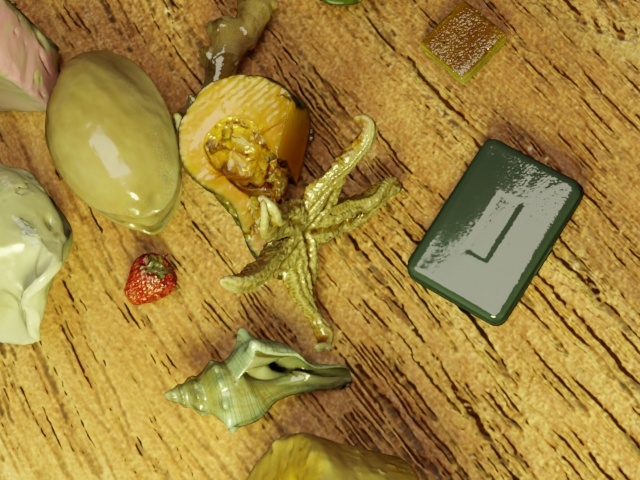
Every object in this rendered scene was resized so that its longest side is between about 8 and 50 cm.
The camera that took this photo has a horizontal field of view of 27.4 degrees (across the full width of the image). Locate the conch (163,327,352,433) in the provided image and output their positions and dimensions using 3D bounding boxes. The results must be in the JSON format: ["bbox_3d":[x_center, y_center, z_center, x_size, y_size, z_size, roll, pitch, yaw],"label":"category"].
[{"bbox_3d":[-0.094,0.175,1.767,0.234,0.137,0.114,-30,42,-8],"label":"conch"}]

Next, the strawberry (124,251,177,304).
[{"bbox_3d":[-0.244,0.058,1.872,0.073,0.073,0.083,53,125,21],"label":"strawberry"}]

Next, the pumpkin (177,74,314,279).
[{"bbox_3d":[-0.069,-0.100,1.840,0.190,0.139,0.280,-38,70,1],"label":"pumpkin"}]

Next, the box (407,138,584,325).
[{"bbox_3d":[0.237,-0.013,1.791,0.160,0.050,0.230,30,81,19],"label":"box"}]

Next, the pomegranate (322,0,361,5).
[{"bbox_3d":[0.032,-0.400,1.916,0.115,0.142,0.114,0,95,5],"label":"pomegranate"}]

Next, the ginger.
[{"bbox_3d":[-0.149,-0.271,1.949,0.089,0.075,0.288,29,75,-2],"label":"ginger"}]

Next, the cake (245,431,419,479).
[{"bbox_3d":[0.064,0.420,1.594,0.321,0.332,0.332,22,75,-20],"label":"cake"}]

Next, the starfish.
[{"bbox_3d":[-0.008,-0.002,1.733,0.094,0.327,0.375,26,46,30],"label":"starfish"}]

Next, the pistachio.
[{"bbox_3d":[-0.299,-0.147,1.892,0.182,0.162,0.293,-26,68,-5],"label":"pistachio"}]

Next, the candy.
[{"bbox_3d":[-0.500,-0.280,1.926,0.156,0.265,0.115,1,76,12],"label":"candy"}]

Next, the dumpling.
[{"bbox_3d":[-0.478,0.015,1.904,0.318,0.187,0.242,32,121,27],"label":"dumpling"}]

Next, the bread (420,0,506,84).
[{"bbox_3d":[0.207,-0.287,1.896,0.094,0.035,0.090,-45,69,-4],"label":"bread"}]
